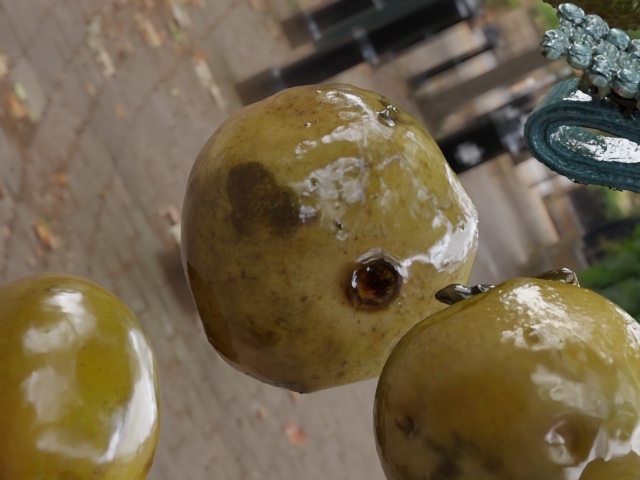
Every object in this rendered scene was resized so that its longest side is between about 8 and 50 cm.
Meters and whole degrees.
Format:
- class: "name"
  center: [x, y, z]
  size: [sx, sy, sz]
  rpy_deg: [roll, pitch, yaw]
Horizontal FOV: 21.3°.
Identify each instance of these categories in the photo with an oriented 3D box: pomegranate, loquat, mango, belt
- class: "pomegranate"
  center: [0.000, 0.000, 1.548]
  size: [0.281, 0.281, 0.281]
  rpy_deg: [-24, 90, -82]
- class: "loquat"
  center: [0.153, 0.131, 1.274]
  size: [0.244, 0.243, 0.244]
  rpy_deg: [-24, 90, -82]
- class: "mango"
  center: [-0.291, 0.176, 1.771]
  size: [0.445, 0.232, 0.300]
  rpy_deg: [-152, -107, -78]
- class: "belt"
  center: [0.215, -0.070, 1.024]
  size: [0.065, 0.179, 0.100]
  rpy_deg: [-57, 159, -51]

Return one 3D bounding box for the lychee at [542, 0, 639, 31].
- class: "lychee"
  center: [0.357, -0.386, 2.056]
  size: [0.270, 0.270, 0.320]
  rpy_deg: [57, 3, -44]
